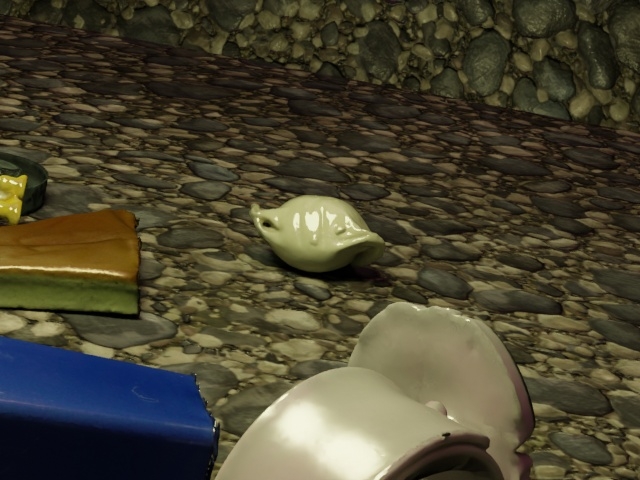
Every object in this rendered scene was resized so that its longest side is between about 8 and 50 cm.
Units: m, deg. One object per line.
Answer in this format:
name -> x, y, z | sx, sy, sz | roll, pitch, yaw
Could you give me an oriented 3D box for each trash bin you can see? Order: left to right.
trash bin -> -0.202, 0.144, 1.001 | 0.234, 0.184, 0.162 | 9, 17, -18

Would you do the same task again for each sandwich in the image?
sandwich -> -0.310, 0.012, 1.569 | 0.212, 0.063, 0.245 | 4, 16, -10

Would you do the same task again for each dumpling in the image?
dumpling -> 0.002, 0.001, 1.739 | 0.169, 0.100, 0.134 | -9, -24, 10

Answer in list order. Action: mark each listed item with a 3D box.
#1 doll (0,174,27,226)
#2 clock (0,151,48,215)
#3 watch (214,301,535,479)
doll -> -0.482, -0.065, 1.668 | 0.241, 0.135, 0.099 | 3, -2, 0
clock -> -0.471, -0.078, 1.826 | 0.215, 0.042, 0.215 | 8, 17, -2
watch -> 0.024, 0.167, 0.904 | 0.231, 0.244, 0.196 | 1, 17, -46
